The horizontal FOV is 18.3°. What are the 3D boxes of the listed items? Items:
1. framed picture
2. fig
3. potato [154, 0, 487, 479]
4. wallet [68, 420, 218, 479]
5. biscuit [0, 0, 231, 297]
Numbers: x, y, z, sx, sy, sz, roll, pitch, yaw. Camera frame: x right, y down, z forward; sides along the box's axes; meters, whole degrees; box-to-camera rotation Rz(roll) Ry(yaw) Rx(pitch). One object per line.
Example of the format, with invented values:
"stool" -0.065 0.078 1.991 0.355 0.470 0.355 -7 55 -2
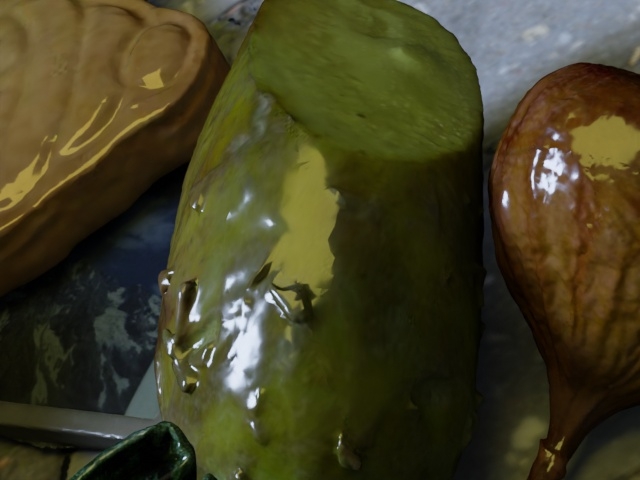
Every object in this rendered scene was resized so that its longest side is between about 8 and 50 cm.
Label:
"framed picture" -0.143 0.019 1.043 0.281 0.019 0.209 2 50 32
"fig" 0.129 0.033 0.817 0.146 0.134 0.201 15 93 7
"potato" 0.000 0.000 0.864 0.141 0.176 0.298 14 52 -16
"wallet" -0.100 0.159 0.742 0.055 0.236 0.160 41 72 11
"biscuit" -0.220 -0.067 1.121 0.351 0.057 0.312 -22 41 11
